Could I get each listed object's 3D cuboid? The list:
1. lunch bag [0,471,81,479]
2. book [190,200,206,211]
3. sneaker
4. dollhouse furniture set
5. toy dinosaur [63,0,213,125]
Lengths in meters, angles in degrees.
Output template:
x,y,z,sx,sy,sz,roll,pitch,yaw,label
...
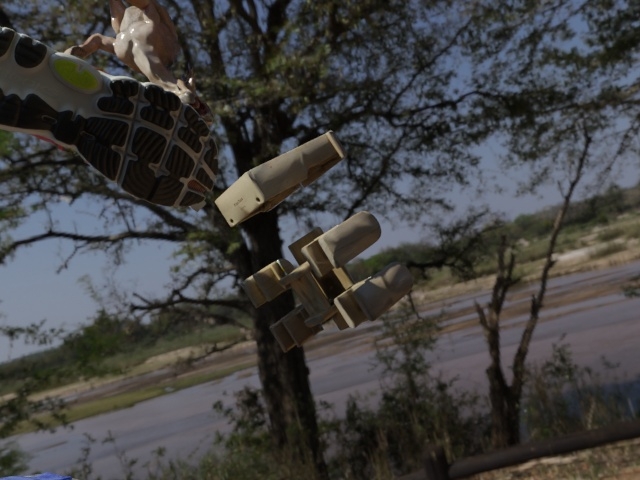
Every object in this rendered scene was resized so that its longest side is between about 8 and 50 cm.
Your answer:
x,y,z,sx,sy,sz,roll,pitch,yaw,label
-0.243,0.280,0.432,0.115,0.243,0.303,3,-11,19,lunch bag
-0.221,-0.095,0.931,0.035,0.096,0.144,-44,28,-11,book
-0.226,-0.126,0.631,0.279,0.107,0.118,29,-1,-31,sneaker
0.000,0.000,0.875,0.161,0.242,0.212,-33,1,-39,dollhouse furniture set
-0.249,-0.287,0.960,0.127,0.296,0.200,-28,-44,24,toy dinosaur
